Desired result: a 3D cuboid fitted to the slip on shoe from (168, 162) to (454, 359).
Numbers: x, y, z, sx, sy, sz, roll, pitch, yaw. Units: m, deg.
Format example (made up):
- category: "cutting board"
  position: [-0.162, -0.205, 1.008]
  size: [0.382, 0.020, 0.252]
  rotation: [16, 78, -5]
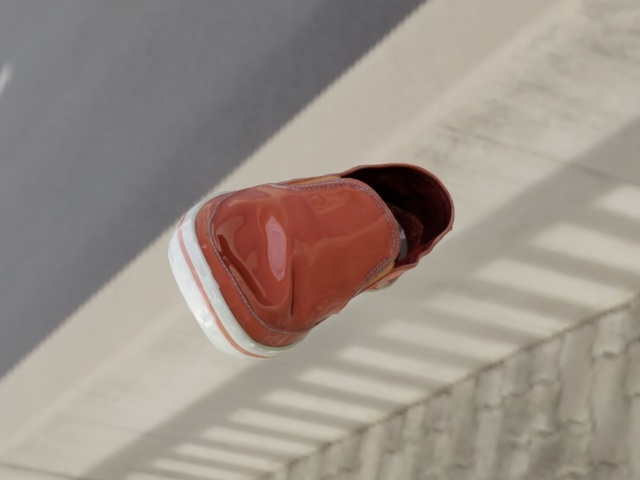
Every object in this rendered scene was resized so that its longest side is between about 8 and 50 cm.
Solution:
- category: "slip on shoe"
  position: [0.000, 0.000, 1.119]
  size: [0.101, 0.331, 0.123]
  rotation: [-32, 83, 29]
